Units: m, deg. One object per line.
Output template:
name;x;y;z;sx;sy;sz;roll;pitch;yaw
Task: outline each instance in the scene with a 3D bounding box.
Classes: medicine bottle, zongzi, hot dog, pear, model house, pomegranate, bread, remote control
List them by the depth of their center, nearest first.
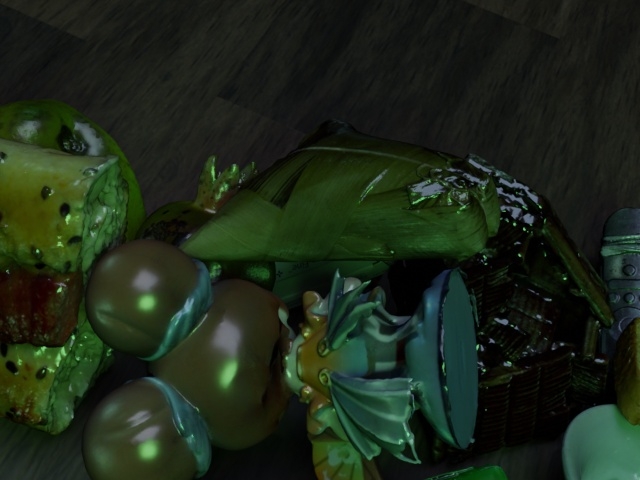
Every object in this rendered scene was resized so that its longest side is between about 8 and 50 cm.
zongzi;0.017;-0.013;0.929;0.300;0.145;0.274;-33;35;-30
hot dog;-0.428;0.029;0.935;0.365;0.367;0.196;17;31;5
model house;0.223;0.113;1.045;0.297;0.317;0.282;20;45;22
bread;0.430;0.171;1.051;0.103;0.065;0.187;25;30;10
pear;-0.368;-0.058;1.075;0.292;0.292;0.159;29;45;10
pomegranate;-0.137;0.016;1.077;0.198;0.198;0.246;43;91;19
medicine bottle;0.000;0.000;1.157;0.201;0.052;0.171;-21;54;21
remote control;0.449;0.083;1.199;0.090;0.066;0.266;3;70;16

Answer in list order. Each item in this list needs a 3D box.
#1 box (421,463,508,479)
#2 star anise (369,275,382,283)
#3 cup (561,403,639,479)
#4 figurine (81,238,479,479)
box;0.167;0.396;0.941;0.180;0.103;0.250;-10;59;-18
star anise;0.042;0.031;1.197;0.097;0.070;0.190;-5;54;-20
cup;0.401;0.365;0.934;0.347;0.163;0.347;17;27;-9
figurine;-0.043;0.139;0.877;0.388;0.248;0.276;-3;80;21
